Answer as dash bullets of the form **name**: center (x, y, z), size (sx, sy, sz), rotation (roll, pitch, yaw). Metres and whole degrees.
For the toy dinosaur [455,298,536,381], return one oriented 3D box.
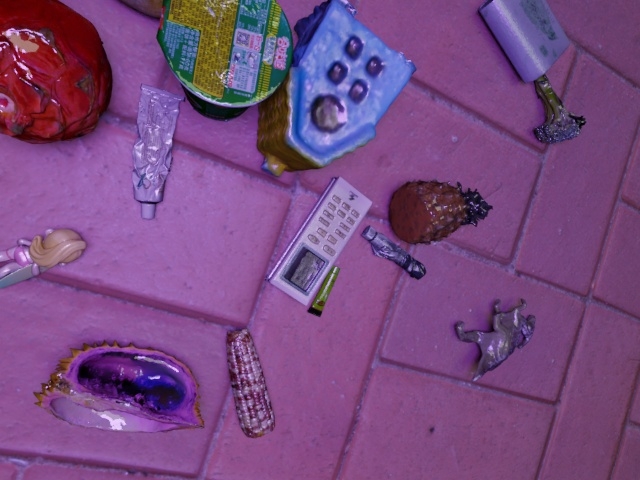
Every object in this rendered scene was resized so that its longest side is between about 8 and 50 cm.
- **toy dinosaur**: center (0.479, 0.250, 1.126), size (0.294, 0.077, 0.162), rotation (-23, 102, -18)

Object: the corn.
- **corn**: center (-0.150, 0.301, 0.899), size (0.079, 0.079, 0.237), rotation (-11, 94, -19)

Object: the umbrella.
- **umbrella**: center (0.176, 0.033, 1.012), size (0.188, 0.046, 0.050), rotation (37, 61, -18)

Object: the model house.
- **model house**: center (-0.005, -0.259, 0.828), size (0.215, 0.237, 0.303), rotation (30, 86, -22)

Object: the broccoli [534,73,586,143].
- **broccoli**: center (0.619, -0.357, 1.135), size (0.122, 0.118, 0.204), rotation (-20, 84, 12)

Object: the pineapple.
- **pineapple**: center (0.304, -0.070, 1.011), size (0.278, 0.157, 0.158), rotation (-5, 96, -31)

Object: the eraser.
- **eraser**: center (0.522, -0.545, 1.082), size (0.174, 0.081, 0.227), rotation (-46, 105, -14)

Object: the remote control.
- **remote control**: center (0.000, 0.000, 0.940), size (0.103, 0.055, 0.277), rotation (36, 81, -18)

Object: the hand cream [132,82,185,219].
- **hand cream**: center (-0.320, -0.169, 0.816), size (0.084, 0.050, 0.257), rotation (8, 88, -18)

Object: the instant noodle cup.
- **instant noodle cup**: center (-0.175, -0.314, 0.756), size (0.207, 0.232, 0.207), rotation (-1, 94, -17)

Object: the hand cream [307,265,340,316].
- **hand cream**: center (0.010, 0.114, 0.970), size (0.036, 0.023, 0.122), rotation (26, 88, -24)

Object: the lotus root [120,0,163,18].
- **lotus root**: center (-0.341, -0.482, 0.763), size (0.192, 0.088, 0.113), rotation (24, 70, -20)

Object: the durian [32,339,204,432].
- **durian**: center (-0.372, 0.289, 0.787), size (0.260, 0.154, 0.186), rotation (40, 102, -24)

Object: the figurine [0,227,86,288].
- **figurine**: center (-0.505, 0.029, 0.748), size (0.187, 0.083, 0.083), rotation (-16, 99, -9)

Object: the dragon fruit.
- **dragon fruit**: center (-0.444, -0.265, 0.654), size (0.240, 0.252, 0.241), rotation (3, 106, 9)
